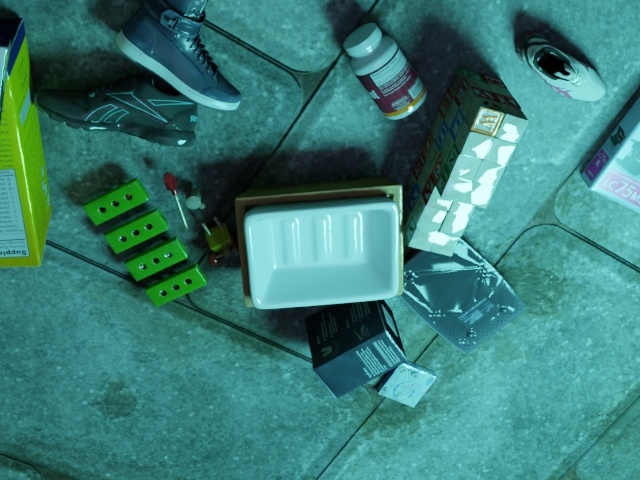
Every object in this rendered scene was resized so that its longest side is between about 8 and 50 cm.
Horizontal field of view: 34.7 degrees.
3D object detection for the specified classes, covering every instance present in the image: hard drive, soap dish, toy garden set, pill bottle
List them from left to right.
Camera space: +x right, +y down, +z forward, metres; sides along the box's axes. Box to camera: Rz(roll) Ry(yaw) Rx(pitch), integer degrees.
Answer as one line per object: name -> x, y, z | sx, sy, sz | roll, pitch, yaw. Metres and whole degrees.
toy garden set -> -0.268, -0.021, 1.826 | 0.203, 0.049, 0.244 | -25, 121, 10
soap dish -> 0.000, 0.000, 1.826 | 0.290, 0.118, 0.229 | -5, 122, -2
pill bottle -> 0.105, -0.281, 1.690 | 0.086, 0.086, 0.152 | -32, 119, 12
hard drive -> 0.259, 0.092, 1.960 | 0.172, 0.054, 0.254 | -40, 118, 16

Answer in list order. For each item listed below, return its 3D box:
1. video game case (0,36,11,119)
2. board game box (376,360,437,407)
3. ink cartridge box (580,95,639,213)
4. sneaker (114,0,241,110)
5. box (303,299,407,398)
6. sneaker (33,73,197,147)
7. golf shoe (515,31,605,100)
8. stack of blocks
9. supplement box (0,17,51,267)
video game case -> -0.566, -0.208, 1.440 | 0.232, 0.042, 0.210 | 10, 120, -12
board game box -> 0.176, 0.291, 2.093 | 0.090, 0.020, 0.090 | 25, 115, -20
ink cartridge box -> 0.635, -0.191, 1.835 | 0.185, 0.065, 0.311 | 23, 114, -20
sneaker -> -0.190, -0.317, 1.628 | 0.226, 0.086, 0.163 | 31, 116, -22
box -> 0.064, 0.188, 1.934 | 0.158, 0.156, 0.093 | -29, 122, 11
sneaker -> -0.330, -0.226, 1.674 | 0.267, 0.101, 0.106 | 9, 106, -19
golf shoe -> 0.413, -0.280, 1.733 | 0.186, 0.086, 0.067 | 25, 114, -23
stack of blocks -> 0.234, -0.124, 1.755 | 0.087, 0.171, 0.297 | 14, 119, -15
supplement box -> -0.552, -0.149, 1.619 | 0.194, 0.195, 0.357 | -3, 121, -6
